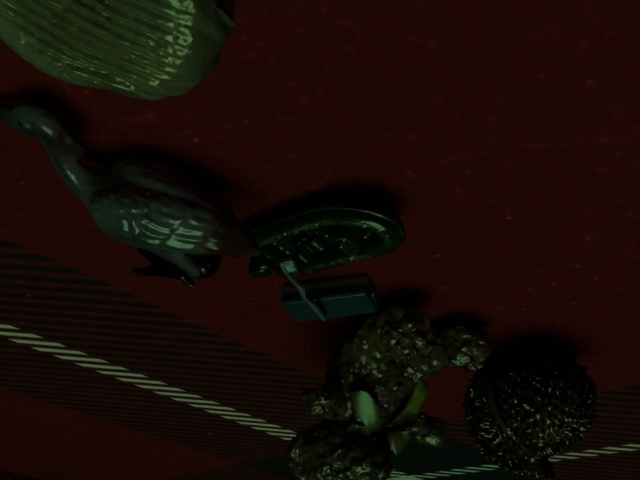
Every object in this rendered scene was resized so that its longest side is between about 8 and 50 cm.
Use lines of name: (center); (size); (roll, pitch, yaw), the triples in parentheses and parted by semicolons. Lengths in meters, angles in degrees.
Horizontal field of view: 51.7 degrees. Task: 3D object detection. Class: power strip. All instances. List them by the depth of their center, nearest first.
power strip: (0.014, 0.077, 0.872); (0.123, 0.032, 0.056); (-9, 145, 21)

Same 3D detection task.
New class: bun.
bun: (-0.132, -0.178, 0.432); (0.166, 0.113, 0.173); (-22, 115, 29)

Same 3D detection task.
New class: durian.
durian: (0.302, 0.246, 0.941); (0.167, 0.196, 0.196); (14, 147, -21)

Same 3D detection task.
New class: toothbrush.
toothbrush: (-0.016, 0.063, 0.794); (0.019, 0.013, 0.193); (-11, 152, 9)

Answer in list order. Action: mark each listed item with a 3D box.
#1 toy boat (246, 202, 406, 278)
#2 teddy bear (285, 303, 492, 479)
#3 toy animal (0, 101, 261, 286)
toy boat: (0.000, 0.000, 0.737); (0.210, 0.052, 0.104); (-15, 139, 35)
teddy bear: (0.086, 0.239, 0.927); (0.246, 0.223, 0.296); (19, 148, -29)
toy animal: (-0.193, -0.038, 0.678); (0.195, 0.090, 0.324); (-4, 145, 32)
